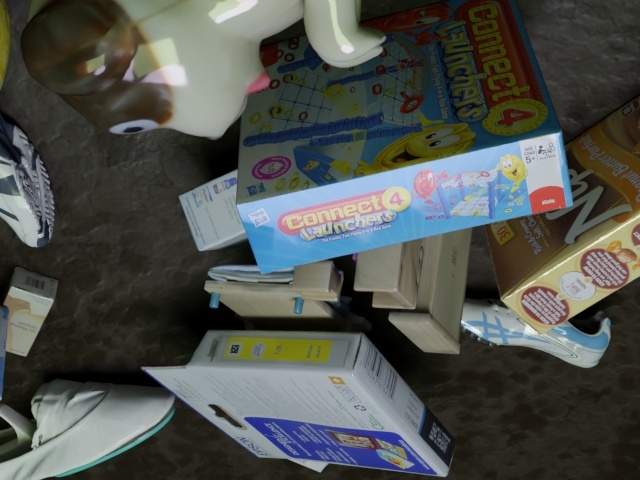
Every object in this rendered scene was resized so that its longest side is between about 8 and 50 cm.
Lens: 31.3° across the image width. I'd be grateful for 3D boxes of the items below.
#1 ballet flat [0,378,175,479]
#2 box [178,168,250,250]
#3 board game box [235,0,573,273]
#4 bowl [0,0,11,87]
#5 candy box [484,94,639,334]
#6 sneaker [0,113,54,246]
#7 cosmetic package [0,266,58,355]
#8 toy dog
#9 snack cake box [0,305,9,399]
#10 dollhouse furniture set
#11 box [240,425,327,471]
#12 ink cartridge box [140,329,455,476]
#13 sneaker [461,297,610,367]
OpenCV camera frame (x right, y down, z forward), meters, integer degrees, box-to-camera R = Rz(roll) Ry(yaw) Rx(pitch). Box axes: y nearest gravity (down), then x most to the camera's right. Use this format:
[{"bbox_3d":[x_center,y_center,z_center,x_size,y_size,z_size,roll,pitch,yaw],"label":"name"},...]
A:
[{"bbox_3d":[-0.393,0.271,1.595,0.400,0.139,0.139,-27,126,20],"label":"ballet flat"},{"bbox_3d":[-0.073,-0.046,1.328,0.137,0.126,0.072,-22,86,15],"label":"box"},{"bbox_3d":[0.074,-0.122,1.160,0.301,0.308,0.086,-13,126,7],"label":"board game box"},{"bbox_3d":[-0.407,-0.266,1.095,0.289,0.289,0.156,33,78,-26],"label":"bowl"},{"bbox_3d":[0.342,-0.050,1.311,0.316,0.183,0.087,-35,122,24],"label":"candy box"},{"bbox_3d":[-0.415,-0.080,1.312,0.153,0.094,0.235,-15,129,11],"label":"sneaker"},{"bbox_3d":[-0.390,0.094,1.490,0.060,0.041,0.115,19,126,-18],"label":"cosmetic package"},{"bbox_3d":[-0.097,-0.275,0.968,0.395,0.284,0.408,26,101,-13],"label":"toy dog"},{"bbox_3d":[-0.502,0.200,1.438,0.089,0.152,0.264,28,123,-33],"label":"snack cake box"},{"bbox_3d":[0.000,0.000,1.332,0.303,0.198,0.286,1,161,22],"label":"dollhouse furniture set"},{"bbox_3d":[-0.006,0.245,1.636,0.145,0.038,0.186,26,125,-23],"label":"box"},{"bbox_3d":[-0.022,0.209,1.474,0.307,0.072,0.303,1,150,32],"label":"ink cartridge box"},{"bbox_3d":[0.270,0.103,1.513,0.237,0.085,0.086,13,102,-9],"label":"sneaker"}]
